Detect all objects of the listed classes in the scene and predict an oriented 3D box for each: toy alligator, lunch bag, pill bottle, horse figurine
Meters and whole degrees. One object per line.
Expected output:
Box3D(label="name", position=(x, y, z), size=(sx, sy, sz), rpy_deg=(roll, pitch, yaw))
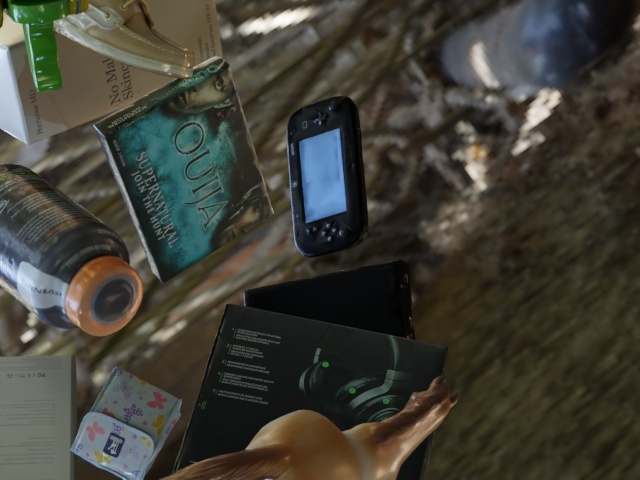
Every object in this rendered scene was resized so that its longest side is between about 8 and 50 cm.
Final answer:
Box3D(label="toy alligator", position=(-0.153, -0.169, 0.744), size=(0.051, 0.056, 0.189), rpy_deg=(176, 82, -71))
Box3D(label="lunch bag", position=(-0.170, 0.165, 1.317), size=(0.071, 0.083, 0.053), rpy_deg=(27, 154, 6))
Box3D(label="pill bottle", position=(-0.305, 0.016, 1.702), size=(0.246, 0.130, 0.130), rpy_deg=(33, 160, 39))
Box3D(label="horse figurine", position=(-0.021, 0.147, 0.869), size=(0.066, 0.174, 0.263), rpy_deg=(57, -163, 22))

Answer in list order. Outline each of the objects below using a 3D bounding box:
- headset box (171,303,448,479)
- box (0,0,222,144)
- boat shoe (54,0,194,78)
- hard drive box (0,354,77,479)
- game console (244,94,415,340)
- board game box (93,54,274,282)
Box3D(label="headset box", position=(-0.011, 0.216, 1.552), size=(0.246, 0.283, 0.131), rpy_deg=(10, 144, 6))
Box3D(label="box", position=(-0.294, -0.255, 1.982), size=(0.121, 0.311, 0.148), rpy_deg=(29, 137, 44))
Box3D(label="boat shoe", position=(-0.167, -0.179, 1.177), size=(0.170, 0.059, 0.063), rpy_deg=(27, -170, 17))
Box3D(label="hard drive box", position=(-0.341, 0.228, 1.546), size=(0.232, 0.181, 0.089), rpy_deg=(-101, 12, -52))
Box3D(label="game console", position=(0.000, 0.000, 1.848), size=(0.044, 0.213, 0.361), rpy_deg=(29, -127, -60))
Box3D(label="board game box", position=(-0.115, -0.060, 1.317), size=(0.026, 0.126, 0.186), rpy_deg=(44, 160, 39))
